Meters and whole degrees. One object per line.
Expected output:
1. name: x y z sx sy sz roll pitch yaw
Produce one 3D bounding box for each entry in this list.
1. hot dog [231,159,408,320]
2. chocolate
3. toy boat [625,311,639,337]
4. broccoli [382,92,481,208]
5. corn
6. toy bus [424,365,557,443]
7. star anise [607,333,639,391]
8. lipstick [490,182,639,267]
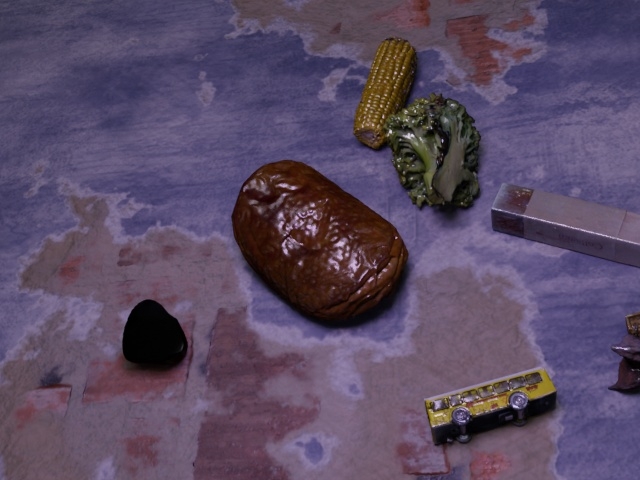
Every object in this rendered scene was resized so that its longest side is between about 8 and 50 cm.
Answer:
1. hot dog: 0.000 0.000 1.802 0.387 0.174 0.267 39 72 24
2. chocolate: -0.327 0.205 1.783 0.149 0.080 0.125 37 80 26
3. toy boat: 0.652 0.144 1.586 0.206 0.072 0.064 -6 54 11
4. broccoli: 0.212 -0.164 1.850 0.180 0.242 0.273 -7 42 36
5. corn: 0.152 -0.346 2.063 0.115 0.115 0.318 8 58 20
6. toy bus: 0.297 0.290 1.557 0.226 0.081 0.074 -17 52 2
7. star anise: 0.626 0.234 1.504 0.218 0.148 0.227 0 21 -43
8. lipstick: 0.523 -0.024 1.743 0.371 0.076 0.080 16 57 25
